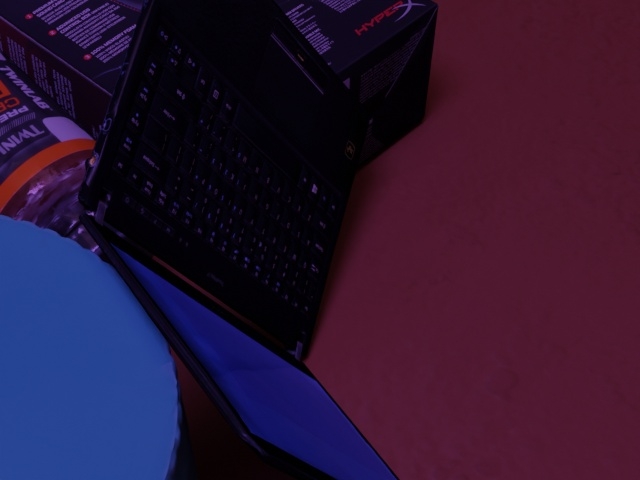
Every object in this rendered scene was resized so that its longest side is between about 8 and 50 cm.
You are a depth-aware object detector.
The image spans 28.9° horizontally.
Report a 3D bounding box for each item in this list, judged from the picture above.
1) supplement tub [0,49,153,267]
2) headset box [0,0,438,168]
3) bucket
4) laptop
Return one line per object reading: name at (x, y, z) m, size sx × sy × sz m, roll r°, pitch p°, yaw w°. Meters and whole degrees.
supplement tub at (-0.191, -0.042, 0.773) m, size 0.198 × 0.106 × 0.106 m, roll 41°, pitch 58°, yaw 20°
headset box at (-0.100, -0.142, 0.869) m, size 0.293 × 0.110 × 0.218 m, roll 35°, pitch 55°, yaw 25°
bucket at (-0.180, 0.132, 0.571) m, size 0.281 × 0.183 × 0.281 m, roll 1°, pitch 48°, yaw -1°
laptop at (0.000, 0.000, 0.639) m, size 0.136 × 0.234 × 0.264 m, roll 6°, pitch 70°, yaw 29°
